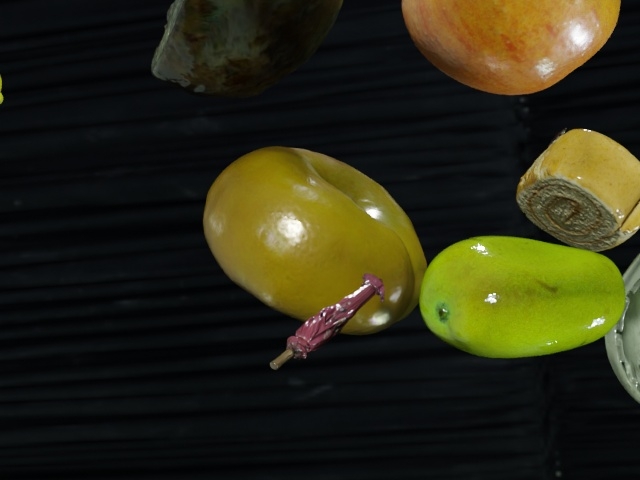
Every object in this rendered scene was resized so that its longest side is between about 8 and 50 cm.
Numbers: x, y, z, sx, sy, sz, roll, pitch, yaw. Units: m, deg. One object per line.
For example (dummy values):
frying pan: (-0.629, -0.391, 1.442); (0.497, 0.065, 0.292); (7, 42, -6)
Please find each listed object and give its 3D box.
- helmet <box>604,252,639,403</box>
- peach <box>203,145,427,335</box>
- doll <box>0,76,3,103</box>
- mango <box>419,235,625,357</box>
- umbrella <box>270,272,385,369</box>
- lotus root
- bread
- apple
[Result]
helmet: (0.408, 0.053, 1.151); (0.137, 0.204, 0.257); (-75, 174, -59)
peach: (0.000, 0.000, 1.122); (0.153, 0.251, 0.251); (-54, -178, 23)
doll: (-0.503, -0.240, 1.435); (0.129, 0.207, 0.081); (-50, 165, -16)
mango: (0.159, 0.043, 0.842); (0.117, 0.163, 0.089); (-78, 165, -72)
umbrella: (0.010, 0.067, 0.911); (0.165, 0.027, 0.025); (-35, 136, -48)
lotus root: (-0.056, -0.266, 1.086); (0.142, 0.210, 0.314); (-110, -154, -49)
bread: (0.264, -0.048, 1.050); (0.073, 0.122, 0.149); (-55, -179, -16)
apple: (0.271, -0.335, 1.480); (0.275, 0.299, 0.299); (45, 29, -17)
